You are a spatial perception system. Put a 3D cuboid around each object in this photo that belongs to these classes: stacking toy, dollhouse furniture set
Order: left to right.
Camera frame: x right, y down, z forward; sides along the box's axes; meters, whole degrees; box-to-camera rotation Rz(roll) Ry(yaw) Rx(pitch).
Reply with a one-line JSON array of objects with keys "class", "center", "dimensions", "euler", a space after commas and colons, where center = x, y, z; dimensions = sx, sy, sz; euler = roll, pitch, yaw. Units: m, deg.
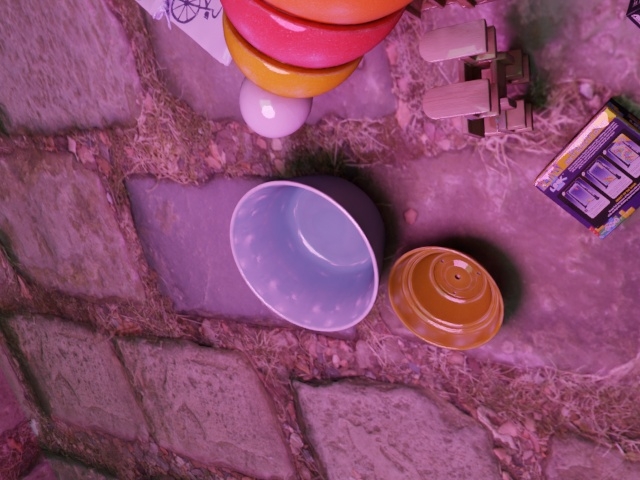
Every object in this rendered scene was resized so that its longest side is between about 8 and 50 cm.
[{"class": "stacking toy", "center": [-0.027, -0.324, 0.964], "dimensions": [0.350, 0.350, 0.480], "euler": [37, 146, 7]}, {"class": "dollhouse furniture set", "center": [0.194, -0.269, 1.001], "dimensions": [0.160, 0.212, 0.242], "euler": [-3, 90, 32]}]

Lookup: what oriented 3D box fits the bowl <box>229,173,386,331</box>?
[{"class": "bowl", "center": [0.000, 0.000, 1.313], "dimensions": [0.311, 0.163, 0.312], "euler": [15, 124, 23]}]

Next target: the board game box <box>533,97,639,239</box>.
[{"class": "board game box", "center": [0.434, -0.106, 1.052], "dimensions": [0.141, 0.048, 0.170], "euler": [41, 132, 6]}]

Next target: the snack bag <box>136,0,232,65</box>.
[{"class": "snack bag", "center": [-0.189, -0.487, 1.092], "dimensions": [0.342, 0.037, 0.323], "euler": [43, 115, 19]}]

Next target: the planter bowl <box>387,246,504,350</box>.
[{"class": "planter bowl", "center": [0.238, 0.086, 1.265], "dimensions": [0.217, 0.090, 0.217], "euler": [15, 125, 23]}]

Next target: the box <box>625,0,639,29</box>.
[{"class": "box", "center": [0.489, -0.272, 0.825], "dimensions": [0.180, 0.078, 0.147], "euler": [32, 159, -18]}]
